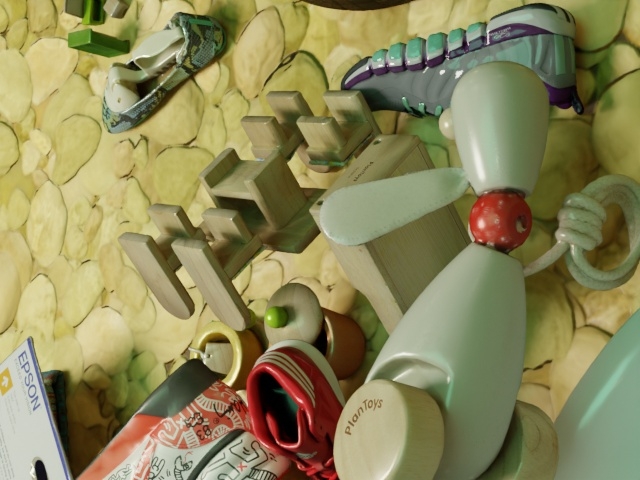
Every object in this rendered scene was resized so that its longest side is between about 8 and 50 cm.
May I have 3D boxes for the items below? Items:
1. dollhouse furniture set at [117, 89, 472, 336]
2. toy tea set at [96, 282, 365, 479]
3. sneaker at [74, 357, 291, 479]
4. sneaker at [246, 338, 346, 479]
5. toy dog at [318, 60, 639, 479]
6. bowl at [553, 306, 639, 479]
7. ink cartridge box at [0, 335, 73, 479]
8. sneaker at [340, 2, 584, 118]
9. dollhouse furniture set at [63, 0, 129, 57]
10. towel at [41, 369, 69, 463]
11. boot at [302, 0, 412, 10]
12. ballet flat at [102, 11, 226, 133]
[{"bbox_3d":[0.000,0.000,1.171,0.242,0.161,0.212,7,46,47],"label":"dollhouse furniture set"},{"bbox_3d":[-0.100,0.176,1.256,0.200,0.124,0.336,34,105,38],"label":"toy tea set"},{"bbox_3d":[-0.143,0.243,1.193,0.145,0.090,0.270,43,104,7],"label":"sneaker"},{"bbox_3d":[0.006,0.188,1.123,0.087,0.128,0.221,-41,84,15],"label":"sneaker"},{"bbox_3d":[0.087,0.048,1.019,0.161,0.220,0.333,-4,51,50],"label":"toy dog"},{"bbox_3d":[0.259,0.164,0.914,0.134,0.298,0.298,32,108,-7],"label":"bowl"},{"bbox_3d":[-0.319,0.317,1.402,0.330,0.071,0.324,-38,60,31],"label":"ink cartridge box"},{"bbox_3d":[0.113,-0.123,1.160,0.224,0.083,0.098,-15,78,37],"label":"sneaker"},{"bbox_3d":[-0.238,-0.277,1.490,0.076,0.059,0.151,-3,81,39],"label":"dollhouse furniture set"},{"bbox_3d":[-0.412,0.306,1.552,0.370,0.040,0.271,-17,73,37],"label":"towel"},{"bbox_3d":[0.063,-0.299,1.233,0.213,0.077,0.165,-5,80,34],"label":"boot"},{"bbox_3d":[-0.181,-0.176,1.423,0.188,0.070,0.070,-37,61,30],"label":"ballet flat"}]
